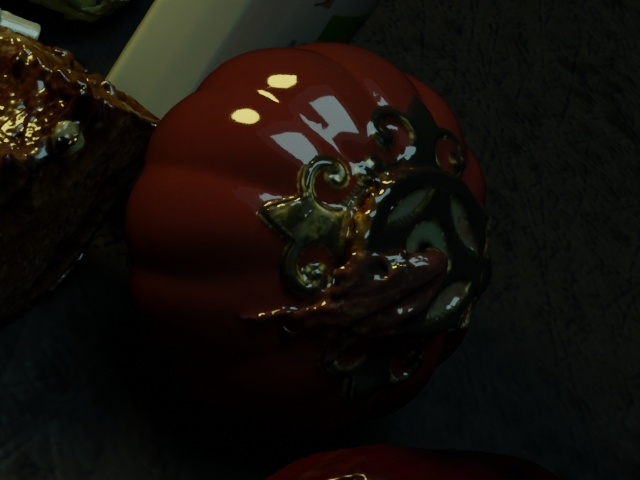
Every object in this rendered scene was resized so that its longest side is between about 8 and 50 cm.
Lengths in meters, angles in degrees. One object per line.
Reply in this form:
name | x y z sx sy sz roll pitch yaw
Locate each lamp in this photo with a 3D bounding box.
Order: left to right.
lamp | 0.000 0.000 0.940 0.227 0.227 0.227 21 36 -16

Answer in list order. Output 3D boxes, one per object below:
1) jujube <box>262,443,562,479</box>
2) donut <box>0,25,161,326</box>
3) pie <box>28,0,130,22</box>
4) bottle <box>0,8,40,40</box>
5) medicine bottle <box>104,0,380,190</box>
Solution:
jujube | 0.007 0.235 0.645 0.258 0.258 0.377 38 46 9
donut | -0.187 -0.030 0.929 0.126 0.186 0.144 37 -3 16
pie | -0.205 -0.291 1.185 0.306 0.071 0.306 32 50 -48
bottle | -0.287 -0.161 1.060 0.217 0.060 0.060 17 37 -22
medicine bottle | -0.024 -0.158 1.034 0.111 0.296 0.161 41 22 16
